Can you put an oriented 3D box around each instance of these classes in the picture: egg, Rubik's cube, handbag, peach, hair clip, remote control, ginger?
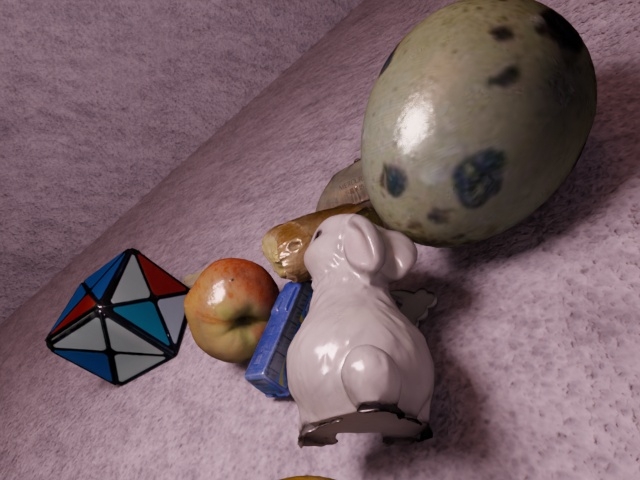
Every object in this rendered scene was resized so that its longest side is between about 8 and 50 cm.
[{"bbox_3d":[0.242,-0.186,0.722,0.345,0.345,0.428,5,57,52],"label":"egg"},{"bbox_3d":[-0.542,0.214,1.220,0.246,0.250,0.248,-30,34,21],"label":"Rubik's cube"},{"bbox_3d":[0.108,-0.136,1.048,0.270,0.117,0.182,-20,29,36],"label":"handbag"},{"bbox_3d":[-0.192,0.140,0.940,0.232,0.232,0.232,-30,32,21],"label":"peach"},{"bbox_3d":[0.089,0.155,0.755,0.220,0.054,0.140,-48,26,-15],"label":"hair clip"},{"bbox_3d":[-0.386,0.128,1.360,0.122,0.032,0.074,-19,38,36],"label":"remote control"},{"bbox_3d":[0.000,0.000,0.902,0.221,0.130,0.276,-5,8,32],"label":"ginger"}]

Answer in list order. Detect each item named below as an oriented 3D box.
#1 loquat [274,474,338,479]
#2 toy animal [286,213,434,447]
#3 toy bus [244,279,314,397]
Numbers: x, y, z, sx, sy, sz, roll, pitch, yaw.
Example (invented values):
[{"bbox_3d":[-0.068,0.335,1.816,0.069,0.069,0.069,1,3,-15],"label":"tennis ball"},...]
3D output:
[{"bbox_3d":[-0.013,0.364,0.442,0.244,0.244,0.244,-30,32,21],"label":"loquat"},{"bbox_3d":[0.050,0.098,0.629,0.258,0.194,0.357,119,155,-51],"label":"toy animal"},{"bbox_3d":[-0.057,0.178,0.848,0.079,0.094,0.236,-15,40,38],"label":"toy bus"}]
